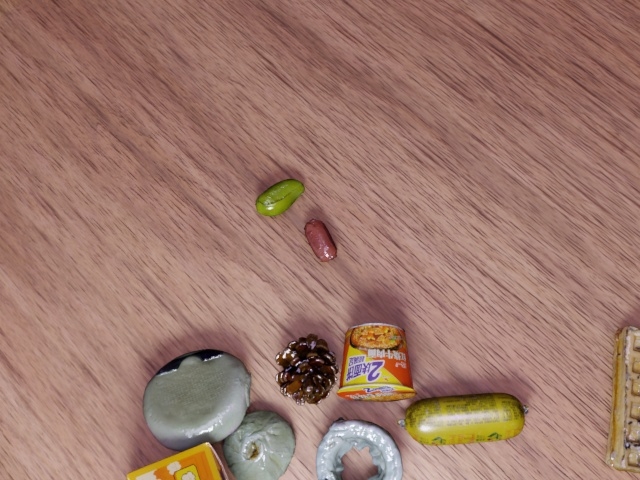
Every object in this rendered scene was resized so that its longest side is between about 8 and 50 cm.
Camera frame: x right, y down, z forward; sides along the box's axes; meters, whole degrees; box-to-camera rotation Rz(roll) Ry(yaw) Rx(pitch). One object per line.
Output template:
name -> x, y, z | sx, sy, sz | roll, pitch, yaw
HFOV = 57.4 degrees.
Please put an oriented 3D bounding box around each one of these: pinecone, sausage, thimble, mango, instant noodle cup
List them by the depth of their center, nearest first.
thimble -> 0.095, 0.568, 1.503 | 0.237, 0.150, 0.238 | -1, 71, 4
sausage -> 0.374, 0.467, 1.529 | 0.346, 0.123, 0.123 | -6, 72, 2
instant noodle cup -> 0.147, 0.325, 1.558 | 0.213, 0.213, 0.174 | 0, 63, 4
pinecone -> -0.039, 0.351, 1.568 | 0.150, 0.195, 0.179 | 32, 102, -29
sausage -> 0.000, 0.000, 1.726 | 0.076, 0.076, 0.141 | -26, 74, -4
mango -> -0.122, -0.128, 1.777 | 0.165, 0.074, 0.091 | -28, 68, -17

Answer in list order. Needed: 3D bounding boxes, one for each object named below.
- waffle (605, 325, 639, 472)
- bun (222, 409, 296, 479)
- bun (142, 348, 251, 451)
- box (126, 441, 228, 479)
waffle -> 0.887, 0.425, 1.515 | 0.260, 0.114, 0.377 | 12, 74, 7
bun -> -0.161, 0.546, 1.544 | 0.195, 0.118, 0.196 | -1, 69, 2
bun -> -0.313, 0.440, 1.553 | 0.293, 0.187, 0.293 | -9, 43, 8
box -> -0.328, 0.663, 1.401 | 0.213, 0.283, 0.260 | -17, 68, -25
